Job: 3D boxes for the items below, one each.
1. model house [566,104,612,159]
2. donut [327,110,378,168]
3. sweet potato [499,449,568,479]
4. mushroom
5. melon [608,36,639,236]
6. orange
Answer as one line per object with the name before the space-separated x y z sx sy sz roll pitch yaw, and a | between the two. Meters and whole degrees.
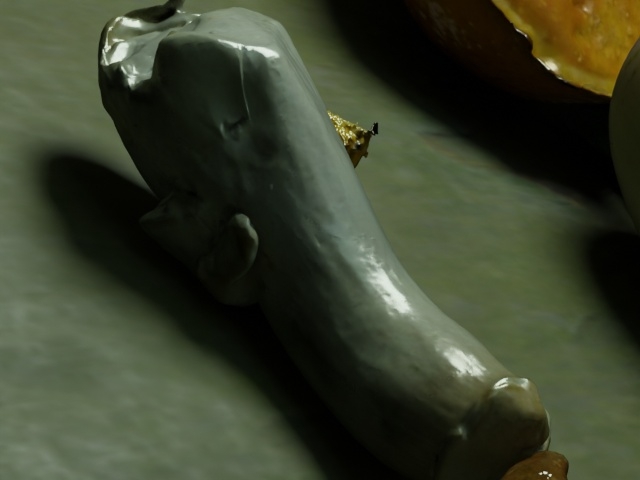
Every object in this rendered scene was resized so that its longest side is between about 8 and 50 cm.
model house | 0.205 -0.061 1.241 0.079 0.066 0.083 -11 33 -43
donut | -0.005 -0.042 0.940 0.038 0.067 0.083 24 57 15
sweet potato | 0.058 0.145 0.693 0.055 0.058 0.202 12 36 8
mushroom | -0.002 0.001 0.832 0.099 0.096 0.278 -16 63 -44
melon | 0.302 -0.020 1.080 0.317 0.223 0.223 41 26 14
orange | 0.153 -0.245 1.227 0.274 0.310 0.274 24 7 -3
